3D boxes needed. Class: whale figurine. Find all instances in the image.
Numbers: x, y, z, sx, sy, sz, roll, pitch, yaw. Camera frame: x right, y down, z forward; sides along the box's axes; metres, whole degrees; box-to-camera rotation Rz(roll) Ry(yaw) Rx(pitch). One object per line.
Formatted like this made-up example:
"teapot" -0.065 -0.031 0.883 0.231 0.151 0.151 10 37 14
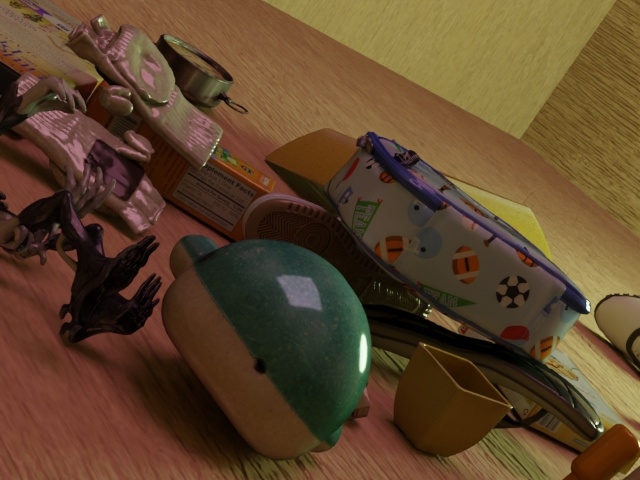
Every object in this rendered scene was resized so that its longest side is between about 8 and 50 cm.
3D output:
"whale figurine" -0.036 0.073 1.202 0.216 0.141 0.272 54 1 -3

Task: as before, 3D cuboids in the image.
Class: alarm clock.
"alarm clock" -0.184 -0.240 2.160 0.192 0.064 0.129 36 13 18

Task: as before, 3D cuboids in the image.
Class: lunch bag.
"lunch bag" 0.143 -0.001 1.593 0.303 0.115 0.243 36 9 -16

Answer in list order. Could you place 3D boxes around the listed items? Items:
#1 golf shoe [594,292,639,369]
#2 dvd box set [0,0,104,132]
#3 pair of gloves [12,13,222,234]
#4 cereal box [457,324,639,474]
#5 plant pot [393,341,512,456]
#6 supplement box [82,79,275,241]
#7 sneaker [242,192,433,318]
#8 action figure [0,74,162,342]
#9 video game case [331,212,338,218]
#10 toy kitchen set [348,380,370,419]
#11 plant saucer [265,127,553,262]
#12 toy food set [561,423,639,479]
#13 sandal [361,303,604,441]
"golf shoe" 0.556 0.181 2.358 0.273 0.105 0.120 39 21 24
"dvd box set" -0.390 -0.248 1.694 0.307 0.062 0.420 33 13 1
"pair of gloves" -0.209 -0.130 1.511 0.204 0.042 0.240 48 39 -11
"cereal box" 0.285 0.184 1.808 0.173 0.047 0.240 28 15 -26
"plant pot" 0.119 0.163 1.410 0.081 0.083 0.081 23 18 -40
"supplement box" -0.167 -0.093 1.649 0.233 0.080 0.078 34 14 -8
"sneaker" 0.000 0.000 1.671 0.282 0.099 0.153 29 15 -37
"action figure" -0.232 -0.043 1.158 0.275 0.141 0.164 42 -15 22
"video game case" 0.059 0.014 1.936 0.143 0.019 0.157 36 13 8
"toy kitchen set" 0.002 0.135 1.370 0.068 0.075 0.083 98 -19 -65
"plant saucer" 0.142 -0.070 2.095 0.333 0.081 0.332 17 7 -42
"toy food set" 0.348 0.312 1.476 0.232 0.104 0.111 51 -1 -4
"sandal" 0.164 0.155 1.573 0.302 0.086 0.120 21 8 14
